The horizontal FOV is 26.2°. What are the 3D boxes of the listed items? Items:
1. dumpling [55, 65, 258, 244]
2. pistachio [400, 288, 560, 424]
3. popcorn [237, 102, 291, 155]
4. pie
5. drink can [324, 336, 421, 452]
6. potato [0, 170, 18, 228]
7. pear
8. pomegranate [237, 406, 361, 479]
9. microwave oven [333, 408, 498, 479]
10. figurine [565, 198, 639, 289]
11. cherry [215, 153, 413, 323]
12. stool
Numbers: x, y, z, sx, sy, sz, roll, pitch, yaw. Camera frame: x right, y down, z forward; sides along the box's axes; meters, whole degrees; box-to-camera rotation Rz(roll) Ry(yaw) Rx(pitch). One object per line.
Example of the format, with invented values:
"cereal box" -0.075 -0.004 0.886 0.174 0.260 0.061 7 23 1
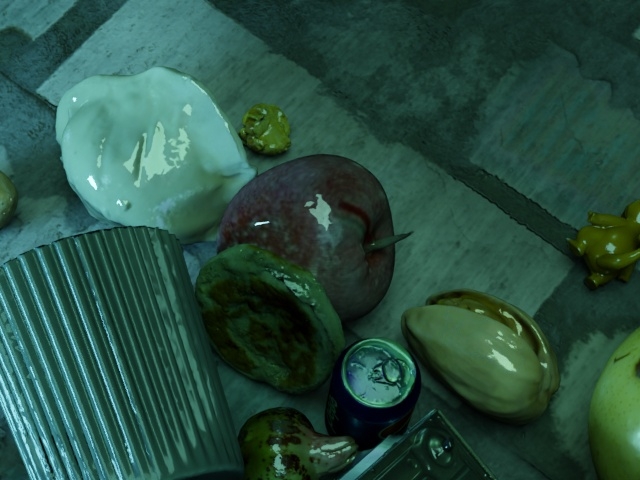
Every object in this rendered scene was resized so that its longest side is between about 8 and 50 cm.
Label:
"dumpling" -0.241 -0.130 1.937 0.318 0.243 0.187 36 37 2
"pistachio" 0.219 0.152 1.874 0.229 0.157 0.157 35 67 20
"popcorn" -0.091 -0.160 2.058 0.084 0.084 0.084 1 64 -2
"pie" -0.071 0.107 1.828 0.240 0.240 0.054 31 47 12
"drink can" 0.067 0.205 1.799 0.118 0.205 0.118 1 65 -2
"potato" -0.501 -0.061 1.964 0.147 0.112 0.112 2 64 6
"pear" 0.508 0.239 1.736 0.348 0.348 0.348 1 64 -2
"pomegranate" -0.038 0.278 1.789 0.163 0.125 0.138 -28 41 29
"microwave oven" 0.080 0.429 1.556 0.333 0.247 0.394 51 41 5
"figurine" 0.450 -0.009 1.966 0.176 0.122 0.121 -38 105 -25
"cherry" 0.000 0.000 1.883 0.285 0.213 0.236 -6 95 25
"stool" -0.268 0.192 1.754 0.297 0.297 0.330 -18 70 -11
